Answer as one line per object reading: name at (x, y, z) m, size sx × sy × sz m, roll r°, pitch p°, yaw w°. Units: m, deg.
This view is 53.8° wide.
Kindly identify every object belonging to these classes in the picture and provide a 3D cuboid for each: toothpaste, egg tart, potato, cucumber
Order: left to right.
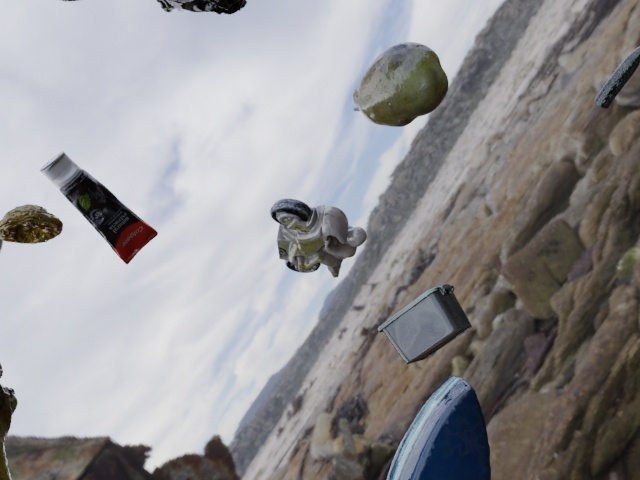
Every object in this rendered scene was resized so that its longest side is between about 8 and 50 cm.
egg tart at (-0.575, -0.034, 1.237) m, size 0.131 × 0.052 × 0.130 m, roll -14°, pitch -19°, yaw -5°
toothpaste at (-0.336, -0.053, 0.965) m, size 0.071 × 0.193 × 0.045 m, roll -46°, pitch 28°, yaw -15°
potato at (0.178, -0.357, 1.483) m, size 0.251 × 0.174 × 0.159 m, roll -23°, pitch 3°, yaw 39°
cucumber at (0.570, -0.312, 1.192) m, size 0.032 × 0.032 × 0.133 m, roll -49°, pitch -12°, yaw -46°

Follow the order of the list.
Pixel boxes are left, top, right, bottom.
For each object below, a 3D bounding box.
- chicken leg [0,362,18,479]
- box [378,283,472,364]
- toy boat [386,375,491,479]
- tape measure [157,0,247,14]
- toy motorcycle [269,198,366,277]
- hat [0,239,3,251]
chicken leg at (-0.401, 0.331, 0.729) m, size 0.153 × 0.429 × 0.201 m, roll -21°, pitch -39°, yaw -4°
box at (0.155, 0.124, 0.918) m, size 0.122 × 0.069 × 0.084 m, roll -42°, pitch -23°, yaw 28°
toy boat at (0.097, 0.252, 0.539) m, size 0.061 × 0.096 × 0.299 m, roll 106°, pitch -179°, yaw -62°
tape measure at (-0.224, -0.508, 1.111) m, size 0.135 × 0.202 × 0.222 m, roll -48°, pitch -37°, yaw -41°
toy motorcycle at (0.000, 0.000, 1.536) m, size 0.340 × 0.223 × 0.107 m, roll 86°, pitch -171°, yaw -61°
hat at (-0.925, -0.010, 1.548) m, size 0.161 × 0.275 × 0.231 m, roll -95°, pitch 9°, yaw -57°
